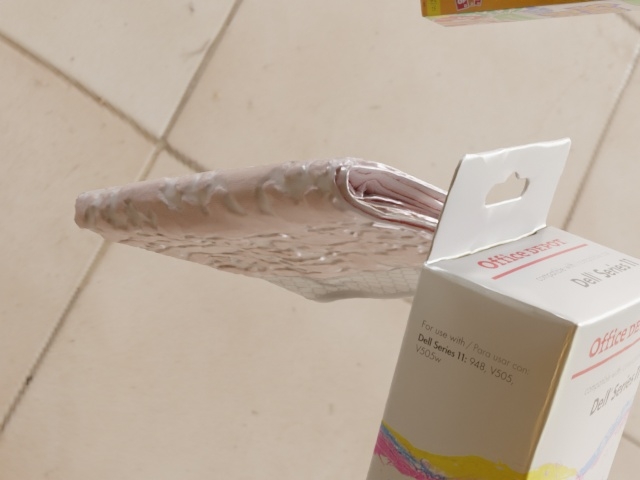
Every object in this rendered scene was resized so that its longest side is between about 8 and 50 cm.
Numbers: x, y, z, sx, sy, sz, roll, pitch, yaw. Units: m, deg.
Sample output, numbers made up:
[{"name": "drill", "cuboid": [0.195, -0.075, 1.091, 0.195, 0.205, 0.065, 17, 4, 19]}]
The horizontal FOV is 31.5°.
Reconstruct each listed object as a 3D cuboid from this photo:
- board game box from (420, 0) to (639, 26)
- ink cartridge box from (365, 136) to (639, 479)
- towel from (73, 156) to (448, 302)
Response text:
[{"name": "board game box", "cuboid": [0.243, -0.252, 1.177, 0.259, 0.124, 0.039, -4, 94, 18]}, {"name": "ink cartridge box", "cuboid": [0.146, 0.114, 0.825, 0.207, 0.119, 0.354, -14, 122, -54]}, {"name": "towel", "cuboid": [0.000, 0.000, 1.001, 0.317, 0.331, 0.054, 19, 73, -44]}]
